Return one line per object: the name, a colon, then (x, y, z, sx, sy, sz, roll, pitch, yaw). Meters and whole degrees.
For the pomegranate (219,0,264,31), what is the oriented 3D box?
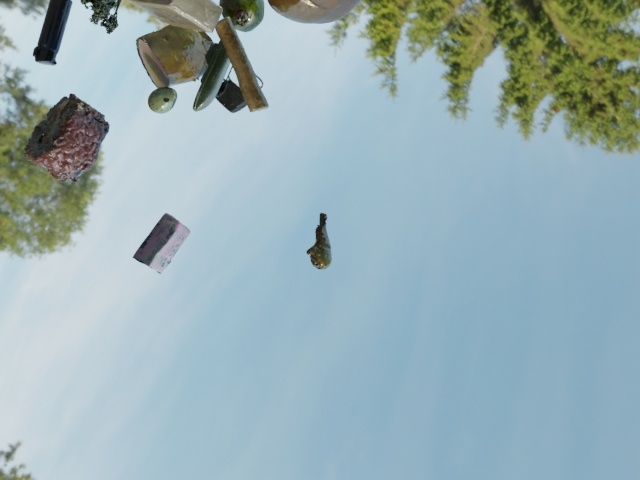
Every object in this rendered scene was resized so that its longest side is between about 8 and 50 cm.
pomegranate: (-0.306, -0.888, 2.346, 0.180, 0.180, 0.209, -32, -143, 28)

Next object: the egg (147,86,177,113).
egg: (-0.542, -0.485, 2.083, 0.110, 0.085, 0.085, -28, -132, 6)

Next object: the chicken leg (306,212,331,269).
chicken leg: (0.000, 0.000, 1.830, 0.070, 0.093, 0.178, -4, -109, 33)

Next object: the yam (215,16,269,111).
yam: (-0.246, -0.544, 1.879, 0.066, 0.299, 0.066, -21, -168, 5)

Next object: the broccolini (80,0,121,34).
broccolini: (-0.462, -0.594, 1.299, 0.062, 0.123, 0.271, 7, -99, 12)

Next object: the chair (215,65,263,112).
chair: (-0.335, -0.537, 2.227, 0.140, 0.145, 0.221, -22, -145, 41)

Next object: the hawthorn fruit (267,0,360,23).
hawthorn fruit: (0.005, -0.595, 1.204, 0.301, 0.268, 0.267, -22, -128, 54)

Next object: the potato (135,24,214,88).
potato: (-0.500, -0.675, 2.179, 0.266, 0.229, 0.229, -39, -145, -24)

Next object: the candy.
candy: (-0.451, 0.008, 1.729, 0.073, 0.092, 0.160, 32, -97, 20)

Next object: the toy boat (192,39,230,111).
toy boat: (-0.368, -0.551, 2.018, 0.085, 0.078, 0.260, 24, -87, 6)

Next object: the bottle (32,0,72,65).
bottle: (-0.929, -0.728, 2.095, 0.072, 0.082, 0.244, 8, -96, 51)

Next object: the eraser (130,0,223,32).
eraser: (-0.412, -0.654, 1.674, 0.343, 0.144, 0.078, 30, -85, 47)

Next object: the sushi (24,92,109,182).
sushi: (-0.814, -0.333, 1.957, 0.237, 0.171, 0.270, 9, -112, 42)
